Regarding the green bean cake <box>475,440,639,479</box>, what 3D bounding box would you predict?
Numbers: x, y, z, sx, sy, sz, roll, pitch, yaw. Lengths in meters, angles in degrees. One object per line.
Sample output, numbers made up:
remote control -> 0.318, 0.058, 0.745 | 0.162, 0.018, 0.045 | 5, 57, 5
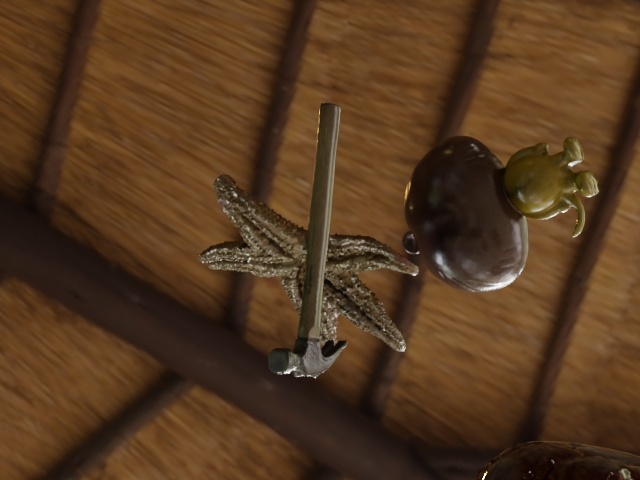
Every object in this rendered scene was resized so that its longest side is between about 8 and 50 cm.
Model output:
green bean cake -> 0.097, 0.193, 0.545 | 0.097, 0.198, 0.232 | 12, -83, -23

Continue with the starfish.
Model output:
starfish -> -0.005, 0.025, 1.390 | 0.227, 0.240, 0.043 | 50, -123, -33

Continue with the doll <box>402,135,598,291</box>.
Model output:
doll -> 0.163, -0.024, 1.442 | 0.096, 0.188, 0.145 | -27, -64, -66

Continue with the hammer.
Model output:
hammer -> 0.000, 0.000, 1.031 | 0.062, 0.017, 0.182 | 14, -100, -51
